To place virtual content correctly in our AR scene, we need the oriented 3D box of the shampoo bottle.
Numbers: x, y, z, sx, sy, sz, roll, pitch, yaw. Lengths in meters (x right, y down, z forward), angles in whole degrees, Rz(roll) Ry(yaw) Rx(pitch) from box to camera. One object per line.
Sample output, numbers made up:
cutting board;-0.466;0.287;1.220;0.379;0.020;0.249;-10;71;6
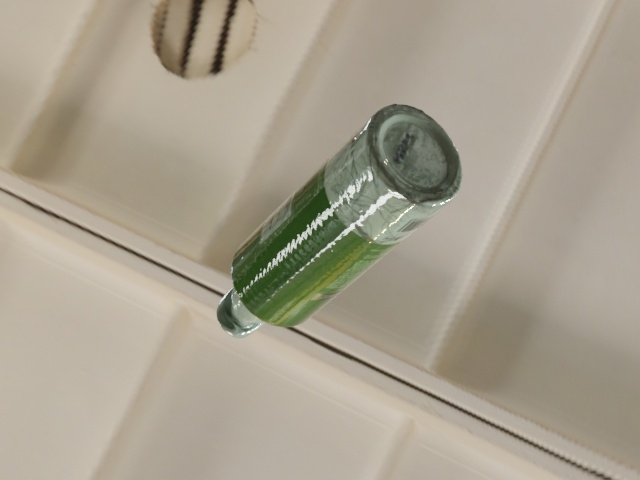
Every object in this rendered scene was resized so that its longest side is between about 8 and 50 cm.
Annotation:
shampoo bottle;0.000;0.000;0.828;0.065;0.204;0.065;17;-125;-25
